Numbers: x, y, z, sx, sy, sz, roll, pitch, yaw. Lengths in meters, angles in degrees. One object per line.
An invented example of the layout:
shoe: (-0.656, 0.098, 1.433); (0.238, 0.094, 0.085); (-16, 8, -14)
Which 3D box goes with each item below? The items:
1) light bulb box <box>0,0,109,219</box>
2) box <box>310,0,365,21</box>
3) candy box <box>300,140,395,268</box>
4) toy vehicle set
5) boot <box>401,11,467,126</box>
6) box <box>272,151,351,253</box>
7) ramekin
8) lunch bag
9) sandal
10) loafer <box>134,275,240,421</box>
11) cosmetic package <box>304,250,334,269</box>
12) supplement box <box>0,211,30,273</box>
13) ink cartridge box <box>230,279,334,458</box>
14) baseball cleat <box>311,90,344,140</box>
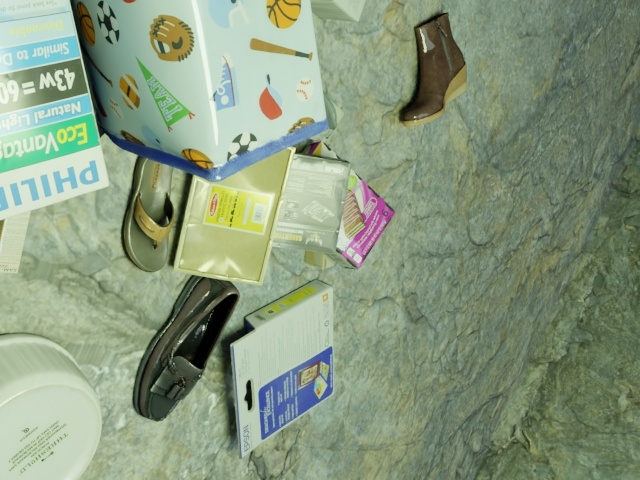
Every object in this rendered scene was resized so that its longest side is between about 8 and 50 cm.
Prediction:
light bulb box: (-0.464, -0.191, 0.704); (0.358, 0.225, 0.360); (-26, 124, -36)
box: (0.029, -0.481, 1.263); (0.087, 0.101, 0.101); (21, 90, -52)
candy box: (0.026, -0.071, 1.391); (0.233, 0.071, 0.159); (41, 72, -22)
toy vehicle set: (-0.157, -0.059, 1.202); (0.166, 0.035, 0.266); (12, 101, -16)
boot: (0.253, -0.407, 1.597); (0.248, 0.090, 0.206); (-40, 121, -30)
box: (-0.069, -0.079, 1.269); (0.231, 0.056, 0.182); (6, 103, -15)
ramekin: (-0.458, 0.287, 1.006); (0.273, 0.127, 0.272); (-23, 122, -43)
lunch bag: (-0.210, -0.282, 0.842); (0.239, 0.386, 0.327); (-29, 127, -35)
sandal: (-0.276, -0.048, 1.127); (0.090, 0.060, 0.219); (0, 106, -49)
loafer: (-0.247, 0.203, 1.242); (0.109, 0.095, 0.302); (31, 82, -51)
cosmetic package: (0.000, 0.000, 1.473); (0.041, 0.060, 0.115); (-18, 117, -43)
supplement box: (-0.448, -0.009, 0.941); (0.036, 0.062, 0.098); (7, 100, -51)
ink cartridge box: (-0.091, 0.280, 1.486); (0.307, 0.072, 0.303); (-23, 124, -40)
baseball cleat: (-0.026, -0.263, 1.320); (0.206, 0.072, 0.109); (29, 90, -47)
